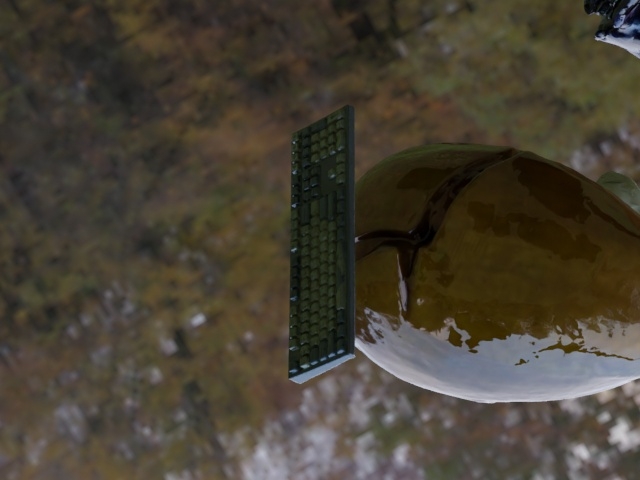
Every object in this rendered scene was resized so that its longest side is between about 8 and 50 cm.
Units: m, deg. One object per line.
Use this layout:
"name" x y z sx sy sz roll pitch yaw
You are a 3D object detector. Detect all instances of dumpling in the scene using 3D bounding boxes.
"dumpling" 0.304 -0.033 1.875 0.059 0.043 0.077 0 -126 26

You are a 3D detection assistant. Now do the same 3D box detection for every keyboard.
"keyboard" 0.001 0.000 1.151 0.055 0.014 0.176 -26 -127 40

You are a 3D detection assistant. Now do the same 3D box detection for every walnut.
"walnut" 0.166 0.030 1.455 0.336 0.209 0.209 12 -159 2

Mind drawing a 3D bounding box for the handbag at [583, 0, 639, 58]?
"handbag" 0.283 -0.256 1.397 0.260 0.113 0.162 120 -9 -47
